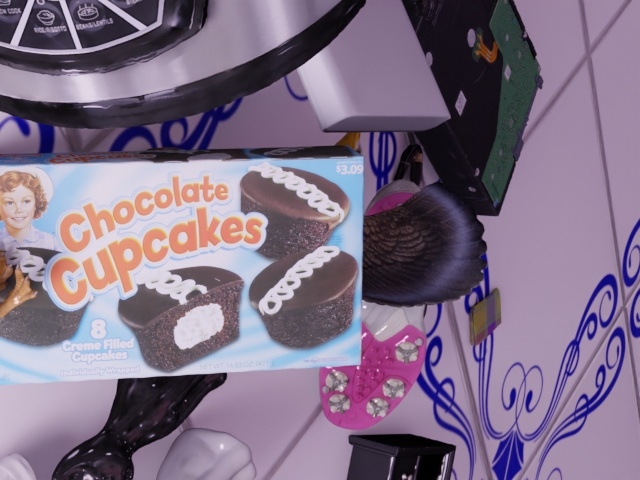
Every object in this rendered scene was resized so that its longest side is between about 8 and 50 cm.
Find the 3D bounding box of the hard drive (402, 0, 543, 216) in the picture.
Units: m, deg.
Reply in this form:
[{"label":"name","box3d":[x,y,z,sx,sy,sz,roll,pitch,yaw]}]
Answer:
[{"label":"hard drive","box3d":[0.176,-0.217,1.800,0.339,0.064,0.237,53,51,-49]}]

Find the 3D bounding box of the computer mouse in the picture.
[{"label":"computer mouse","box3d":[0.115,0.002,1.803,0.071,0.041,0.242,-16,111,-54]}]

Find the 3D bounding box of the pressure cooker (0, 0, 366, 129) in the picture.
[{"label":"pressure cooker","box3d":[-0.161,-0.331,0.962,0.370,0.375,0.420,-39,139,-25]}]

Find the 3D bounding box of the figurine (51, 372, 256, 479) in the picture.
[{"label":"figurine","box3d":[-0.162,0.225,1.374,0.209,0.092,0.215,-52,139,-43]}]

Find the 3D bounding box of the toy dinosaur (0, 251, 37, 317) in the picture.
[{"label":"toy dinosaur","box3d":[-0.284,0.056,1.134,0.112,0.064,0.211,-28,158,-25]}]

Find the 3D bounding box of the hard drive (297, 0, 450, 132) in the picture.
[{"label":"hard drive","box3d":[0.010,-0.252,1.424,0.203,0.040,0.307,-7,73,-57]}]

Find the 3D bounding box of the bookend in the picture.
[{"label":"bookend","box3d":[0.090,0.324,1.825,0.157,0.072,0.156,12,89,-57]}]

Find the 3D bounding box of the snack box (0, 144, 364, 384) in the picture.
[{"label":"snack box","box3d":[-0.125,0.018,1.231,0.322,0.060,0.187,-3,104,-12]}]

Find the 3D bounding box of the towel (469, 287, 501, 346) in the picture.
[{"label":"towel","box3d":[0.230,0.106,2.039,0.083,0.009,0.060,-34,125,-50]}]

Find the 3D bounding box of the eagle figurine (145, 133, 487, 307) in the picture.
[{"label":"eagle figurine","box3d":[0.007,-0.009,1.429,0.225,0.226,0.298,-39,149,12]}]

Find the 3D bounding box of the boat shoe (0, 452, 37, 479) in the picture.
[{"label":"boat shoe","box3d":[-0.246,0.304,1.283,0.088,0.096,0.267,-42,124,-38]}]

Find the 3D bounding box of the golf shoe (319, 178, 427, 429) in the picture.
[{"label":"golf shoe","box3d":[0.071,0.071,1.690,0.140,0.115,0.306,-92,-162,-68]}]
